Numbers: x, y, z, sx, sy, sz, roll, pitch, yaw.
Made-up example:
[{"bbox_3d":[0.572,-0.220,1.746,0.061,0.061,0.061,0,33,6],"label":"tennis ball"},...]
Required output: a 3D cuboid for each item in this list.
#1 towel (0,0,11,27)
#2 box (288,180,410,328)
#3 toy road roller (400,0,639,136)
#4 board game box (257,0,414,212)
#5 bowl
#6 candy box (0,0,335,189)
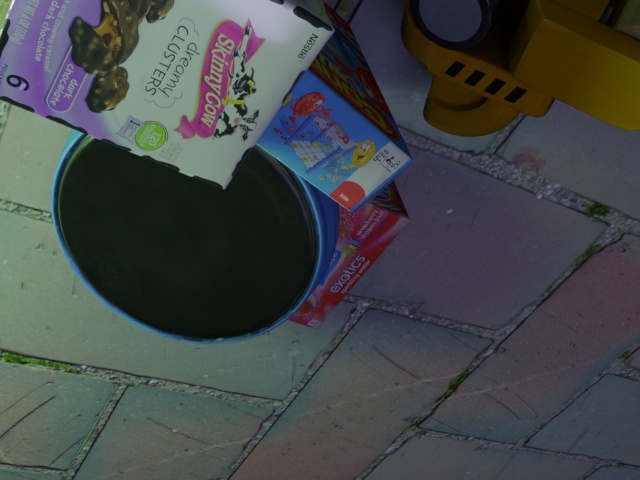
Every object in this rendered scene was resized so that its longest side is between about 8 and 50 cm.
[{"bbox_3d":[-0.388,-0.279,0.762,0.110,0.027,0.148,22,125,-29],"label":"towel"},{"bbox_3d":[0.000,0.000,1.049,0.128,0.122,0.257,21,124,-28],"label":"box"},{"bbox_3d":[0.254,-0.221,0.805,0.330,0.202,0.240,28,147,12],"label":"toy road roller"},{"bbox_3d":[-0.066,-0.218,0.709,0.086,0.301,0.308,-40,129,22],"label":"board game box"},{"bbox_3d":[-0.172,-0.024,0.925,0.392,0.077,0.391,4,121,6],"label":"bowl"},{"bbox_3d":[-0.117,-0.147,0.504,0.196,0.070,0.165,22,123,-29],"label":"candy box"}]
